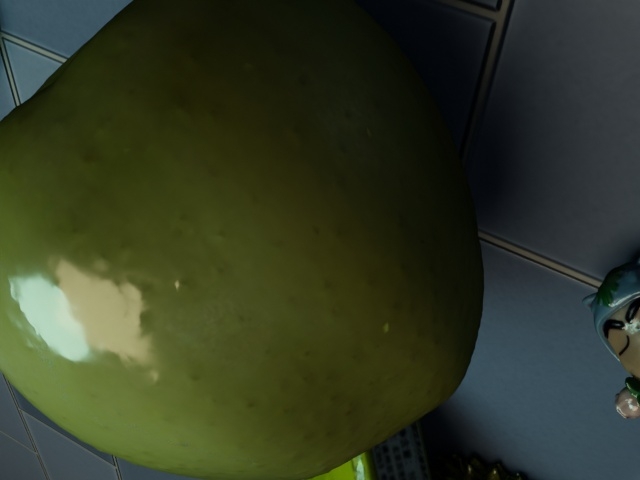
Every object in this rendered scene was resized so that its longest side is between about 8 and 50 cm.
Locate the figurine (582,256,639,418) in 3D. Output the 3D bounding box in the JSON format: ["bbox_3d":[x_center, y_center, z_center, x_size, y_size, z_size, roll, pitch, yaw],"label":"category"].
[{"bbox_3d":[0.334,0.100,0.709,0.178,0.145,0.114,31,146,-9],"label":"figurine"}]

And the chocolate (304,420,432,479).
[{"bbox_3d":[0.025,0.330,1.070,0.288,0.137,0.301,-30,67,50],"label":"chocolate"}]

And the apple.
[{"bbox_3d":[-0.080,-0.008,0.694,0.473,0.474,0.474,21,138,20],"label":"apple"}]

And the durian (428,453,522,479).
[{"bbox_3d":[0.256,0.432,1.083,0.394,0.163,0.198,6,134,25],"label":"durian"}]
